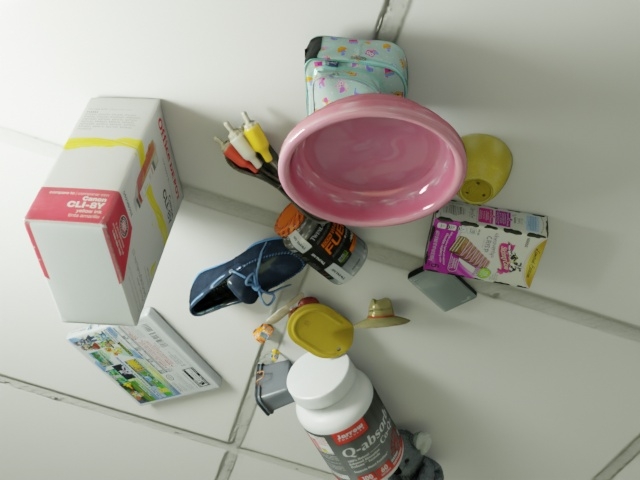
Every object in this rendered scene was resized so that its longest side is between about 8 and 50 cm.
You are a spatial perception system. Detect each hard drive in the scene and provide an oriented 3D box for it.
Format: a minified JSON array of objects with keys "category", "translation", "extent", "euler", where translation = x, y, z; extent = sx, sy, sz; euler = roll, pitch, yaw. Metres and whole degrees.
[{"category":"hard drive","translation":[0.277,0.102,1.956],"extent":[0.094,0.022,0.135],"euler":[-30,121,35]}]

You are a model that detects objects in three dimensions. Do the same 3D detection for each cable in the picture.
[{"category":"cable","translation":[-0.102,-0.126,1.746],"extent":[0.139,0.072,0.287],"euler":[-34,99,40]}]

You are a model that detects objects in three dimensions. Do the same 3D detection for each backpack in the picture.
[{"category":"backpack","translation":[0.067,-0.275,1.550],"extent":[0.188,0.144,0.166],"euler":[-1,136,0]}]

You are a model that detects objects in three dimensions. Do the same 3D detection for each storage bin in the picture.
[{"category":"storage bin","translation":[-0.114,0.373,2.253],"extent":[0.091,0.135,0.098],"euler":[-21,126,17]}]

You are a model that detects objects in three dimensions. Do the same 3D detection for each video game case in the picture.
[{"category":"video game case","translation":[-0.479,0.325,2.356],"extent":[0.299,0.036,0.329],"euler":[-17,129,28]}]

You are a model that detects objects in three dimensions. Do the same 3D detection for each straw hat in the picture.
[{"category":"straw hat","translation":[0.141,0.165,2.017],"extent":[0.144,0.144,0.061],"euler":[-4,92,18]}]

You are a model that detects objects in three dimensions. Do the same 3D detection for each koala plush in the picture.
[{"category":"koala plush","translation":[0.240,0.617,2.396],"extent":[0.196,0.203,0.221],"euler":[-5,113,35]}]

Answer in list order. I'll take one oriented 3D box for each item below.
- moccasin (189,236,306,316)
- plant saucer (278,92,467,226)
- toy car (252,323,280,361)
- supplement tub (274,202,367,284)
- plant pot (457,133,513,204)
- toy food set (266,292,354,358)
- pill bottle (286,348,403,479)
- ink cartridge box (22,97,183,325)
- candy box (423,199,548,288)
[{"category":"moccasin","translation":[-0.165,0.103,1.998],"extent":[0.342,0.117,0.137],"euler":[-28,122,34]},{"category":"plant saucer","translation":[0.091,-0.147,1.531],"extent":[0.332,0.084,0.332],"euler":[1,145,1]},{"category":"toy car","translation":[-0.127,0.265,2.204],"extent":[0.060,0.041,0.122],"euler":[-20,126,30]},{"category":"supplement tub","translation":[0.000,0.000,1.855],"extent":[0.190,0.117,0.117],"euler":[37,131,-23]},{"category":"plant pot","translation":[0.303,-0.125,1.671],"extent":[0.134,0.095,0.134],"euler":[8,136,7]},{"category":"toy food set","translation":[-0.016,0.195,2.098],"extent":[0.218,0.071,0.128],"euler":[37,107,-24]},{"category":"pill bottle","translation":[0.062,0.455,2.222],"extent":[0.210,0.210,0.363],"euler":[-11,128,24]},{"category":"ink cartridge box","translation":[-0.410,-0.066,1.703],"extent":[0.160,0.385,0.279],"euler":[2,135,8]},{"category":"candy box","translation":[0.344,0.008,1.811],"extent":[0.233,0.071,0.159],"euler":[9,135,4]}]
